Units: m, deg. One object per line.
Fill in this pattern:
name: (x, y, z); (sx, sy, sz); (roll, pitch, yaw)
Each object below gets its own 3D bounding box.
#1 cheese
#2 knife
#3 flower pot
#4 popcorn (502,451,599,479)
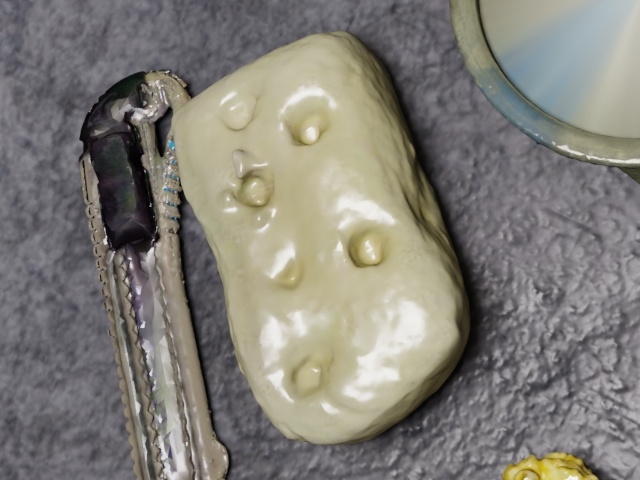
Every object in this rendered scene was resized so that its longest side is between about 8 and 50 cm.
cheese: (-0.001, 0.000, 1.002); (0.159, 0.093, 0.263); (-26, 71, 16)
knife: (-0.112, 0.050, 1.063); (0.089, 0.043, 0.365); (-15, 74, 20)
flower pot: (0.205, -0.120, 0.883); (0.212, 0.202, 0.212); (-5, 76, 23)
popcorn: (0.140, 0.169, 0.926); (0.082, 0.057, 0.083); (24, 85, 18)
